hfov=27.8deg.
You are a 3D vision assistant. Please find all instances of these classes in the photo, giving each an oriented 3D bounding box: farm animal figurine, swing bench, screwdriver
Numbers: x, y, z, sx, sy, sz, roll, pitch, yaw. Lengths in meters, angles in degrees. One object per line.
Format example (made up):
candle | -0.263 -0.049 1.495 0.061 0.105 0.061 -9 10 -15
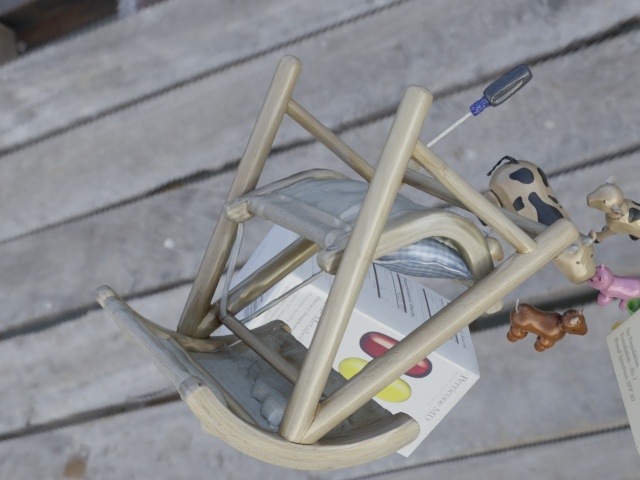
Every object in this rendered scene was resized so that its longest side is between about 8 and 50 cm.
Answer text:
farm animal figurine | 0.380 -0.009 2.014 0.327 0.172 0.330 44 65 9
swing bench | -0.004 0.022 0.923 0.254 0.165 0.253 -53 26 -3
screwdriver | 0.139 -0.117 1.281 0.170 0.024 0.025 -39 26 4

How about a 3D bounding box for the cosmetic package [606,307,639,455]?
cosmetic package | 0.435 0.085 1.260 0.309 0.113 0.160 -50 34 38

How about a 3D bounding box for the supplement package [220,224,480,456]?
supplement package | 0.030 0.101 1.396 0.139 0.244 0.134 -53 20 24

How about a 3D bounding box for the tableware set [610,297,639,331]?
tableware set | 0.411 0.125 1.613 0.104 0.024 0.154 17 41 20
